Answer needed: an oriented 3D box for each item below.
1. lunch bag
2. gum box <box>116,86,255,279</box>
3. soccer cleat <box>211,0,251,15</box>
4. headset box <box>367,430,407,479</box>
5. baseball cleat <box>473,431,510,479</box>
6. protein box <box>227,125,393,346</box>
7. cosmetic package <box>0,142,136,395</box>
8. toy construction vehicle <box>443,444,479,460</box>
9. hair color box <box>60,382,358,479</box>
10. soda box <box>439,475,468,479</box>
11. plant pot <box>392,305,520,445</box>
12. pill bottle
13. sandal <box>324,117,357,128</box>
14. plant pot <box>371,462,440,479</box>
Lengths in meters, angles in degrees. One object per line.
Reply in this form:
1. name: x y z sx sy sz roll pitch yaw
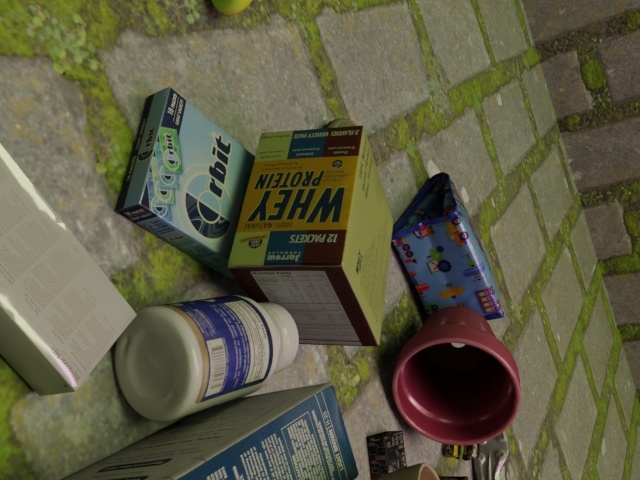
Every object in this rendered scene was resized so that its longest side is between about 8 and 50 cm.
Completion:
1. lunch bag: 0.263 0.003 1.324 0.221 0.138 0.293 63 26 -16
2. gum box: -0.140 -0.063 0.799 0.184 0.041 0.157 37 50 -44
3. soccer cleat: -0.093 -0.428 0.956 0.121 0.093 0.289 37 50 -54
4. headset box: 0.103 0.336 1.031 0.062 0.032 0.083 8 73 -55
5. baseball cleat: 0.336 0.465 1.321 0.109 0.072 0.206 59 36 -52
6. protein box: 0.000 0.000 0.852 0.201 0.135 0.200 64 30 -53
7. cosmetic package: -0.266 0.011 0.565 0.239 0.060 0.099 59 35 -24
8. toy construction vehicle: 0.257 0.366 1.258 0.086 0.035 0.098 36 47 -31
9. hair color box: -0.130 0.233 0.582 0.347 0.173 0.105 -13 86 -57
10. soda box: 0.238 0.495 1.159 0.060 0.053 0.169 -14 91 -57
11. plant pot: 0.227 0.208 1.138 0.180 0.201 0.201 -64 132 -65
12. pill bottle: -0.110 0.116 0.716 0.186 0.112 0.112 -2 80 -57
13. sandal: 0.052 -0.059 1.045 0.120 0.086 0.303 22 61 -51
14. plant pot: 0.037 0.367 0.615 0.284 0.190 0.284 -16 90 -77
